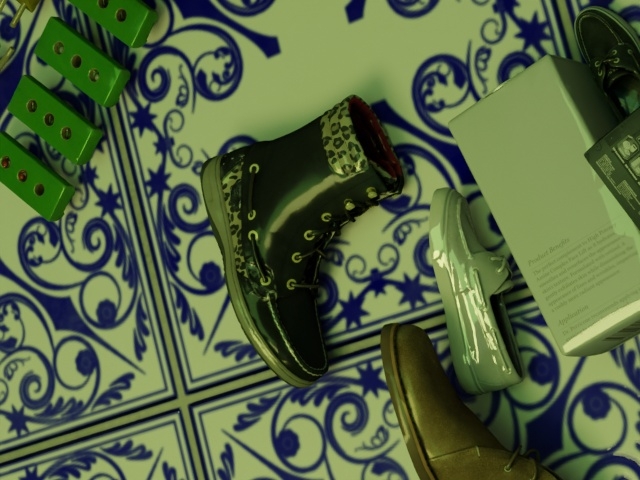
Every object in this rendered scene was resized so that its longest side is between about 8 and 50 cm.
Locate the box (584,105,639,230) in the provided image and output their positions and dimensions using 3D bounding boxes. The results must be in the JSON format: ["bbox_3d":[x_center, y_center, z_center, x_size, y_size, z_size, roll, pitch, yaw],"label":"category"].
[{"bbox_3d":[0.339,-0.030,1.467,0.233,0.059,0.183,53,138,6],"label":"box"}]

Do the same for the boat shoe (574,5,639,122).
[{"bbox_3d":[0.254,-0.139,1.594,0.049,0.040,0.142,-38,71,27],"label":"boat shoe"}]

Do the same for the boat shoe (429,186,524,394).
[{"bbox_3d":[0.139,0.042,1.659,0.063,0.066,0.184,-11,84,22],"label":"boat shoe"}]

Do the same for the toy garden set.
[{"bbox_3d":[-0.280,-0.177,1.940,0.204,0.049,0.244,37,110,25],"label":"toy garden set"}]

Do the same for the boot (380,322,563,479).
[{"bbox_3d":[0.148,0.197,1.627,0.115,0.112,0.305,-26,91,18],"label":"boot"}]

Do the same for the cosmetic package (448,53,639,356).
[{"bbox_3d":[0.215,-0.028,1.597,0.117,0.085,0.231,-32,71,28],"label":"cosmetic package"}]

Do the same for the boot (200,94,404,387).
[{"bbox_3d":[-0.001,-0.001,1.736,0.178,0.085,0.236,-27,76,28],"label":"boot"}]
